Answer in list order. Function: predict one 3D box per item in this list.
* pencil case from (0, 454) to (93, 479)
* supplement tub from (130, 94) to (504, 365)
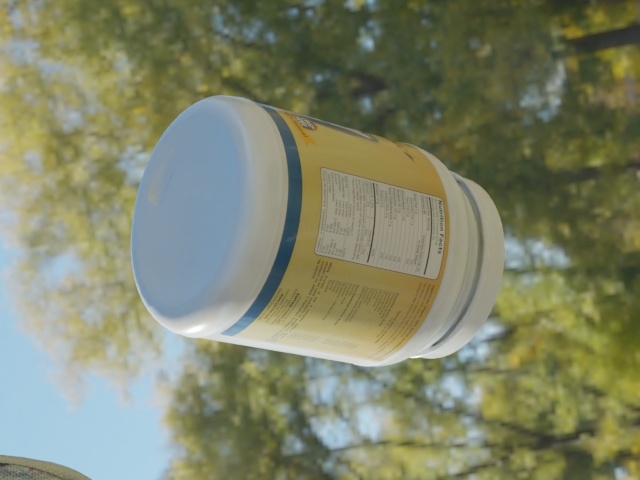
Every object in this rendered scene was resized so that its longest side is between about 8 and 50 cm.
[{"bbox_3d":[-0.168,0.299,0.863,0.160,0.184,0.410,-78,-6,-45],"label":"pencil case"},{"bbox_3d":[0.000,0.000,0.948,0.200,0.144,0.144,13,-118,-36],"label":"supplement tub"}]
